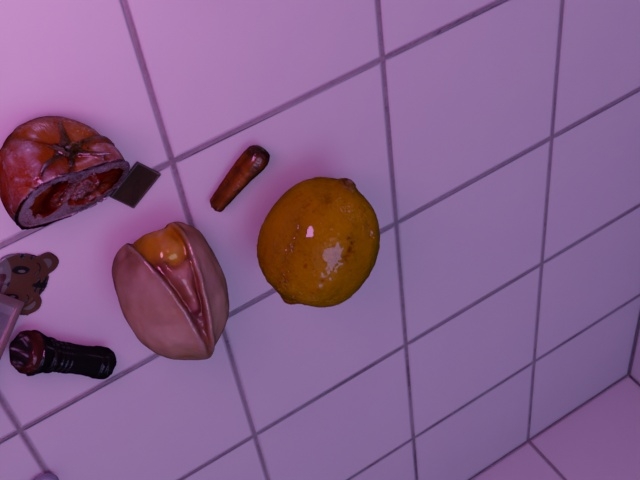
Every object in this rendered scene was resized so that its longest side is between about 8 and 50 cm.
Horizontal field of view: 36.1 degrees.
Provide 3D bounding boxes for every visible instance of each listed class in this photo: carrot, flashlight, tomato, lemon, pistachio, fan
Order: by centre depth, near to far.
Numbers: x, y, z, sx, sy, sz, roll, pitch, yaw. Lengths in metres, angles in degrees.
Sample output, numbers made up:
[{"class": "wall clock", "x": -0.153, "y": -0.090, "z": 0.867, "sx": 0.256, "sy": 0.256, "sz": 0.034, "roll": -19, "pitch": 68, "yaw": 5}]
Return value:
[{"class": "tomato", "x": -0.456, "y": -0.132, "z": 1.668, "sx": 0.214, "sy": 0.155, "sz": 0.181, "roll": -23, "pitch": 159, "yaw": -44}, {"class": "fan", "x": -0.612, "y": 0.080, "z": 1.852, "sx": 0.226, "sy": 0.008, "sz": 0.153, "roll": 4, "pitch": 122, "yaw": -43}, {"class": "pistachio", "x": -0.292, "y": 0.108, "z": 1.979, "sx": 0.229, "sy": 0.230, "sz": 0.309, "roll": -27, "pitch": 130, "yaw": -19}, {"class": "carrot", "x": -0.167, "y": -0.128, "z": 2.008, "sx": 0.161, "sy": 0.055, "sz": 0.055, "roll": -46, "pitch": 142, "yaw": 16}, {"class": "flashlight", "x": -0.525, "y": 0.240, "z": 2.022, "sx": 0.093, "sy": 0.093, "sz": 0.232, "roll": -52, "pitch": 146, "yaw": 12}, {"class": "lemon", "x": 0.000, "y": 0.000, "z": 2.103, "sx": 0.257, "sy": 0.258, "sz": 0.310, "roll": 3, "pitch": 119, "yaw": -42}]

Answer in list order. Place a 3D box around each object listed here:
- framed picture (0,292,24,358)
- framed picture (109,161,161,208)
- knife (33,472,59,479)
[{"class": "framed picture", "x": -0.690, "y": 0.164, "z": 1.766, "sx": 0.289, "sy": 0.016, "sz": 0.213, "roll": 32, "pitch": 74, "yaw": -48}, {"class": "framed picture", "x": -0.357, "y": -0.106, "z": 1.897, "sx": 0.089, "sy": 0.007, "sz": 0.066, "roll": -50, "pitch": 141, "yaw": 10}, {"class": "knife", "x": -0.682, "y": 0.671, "z": 2.325, "sx": 0.080, "sy": 0.044, "sz": 0.331, "roll": -5, "pitch": 132, "yaw": -38}]
